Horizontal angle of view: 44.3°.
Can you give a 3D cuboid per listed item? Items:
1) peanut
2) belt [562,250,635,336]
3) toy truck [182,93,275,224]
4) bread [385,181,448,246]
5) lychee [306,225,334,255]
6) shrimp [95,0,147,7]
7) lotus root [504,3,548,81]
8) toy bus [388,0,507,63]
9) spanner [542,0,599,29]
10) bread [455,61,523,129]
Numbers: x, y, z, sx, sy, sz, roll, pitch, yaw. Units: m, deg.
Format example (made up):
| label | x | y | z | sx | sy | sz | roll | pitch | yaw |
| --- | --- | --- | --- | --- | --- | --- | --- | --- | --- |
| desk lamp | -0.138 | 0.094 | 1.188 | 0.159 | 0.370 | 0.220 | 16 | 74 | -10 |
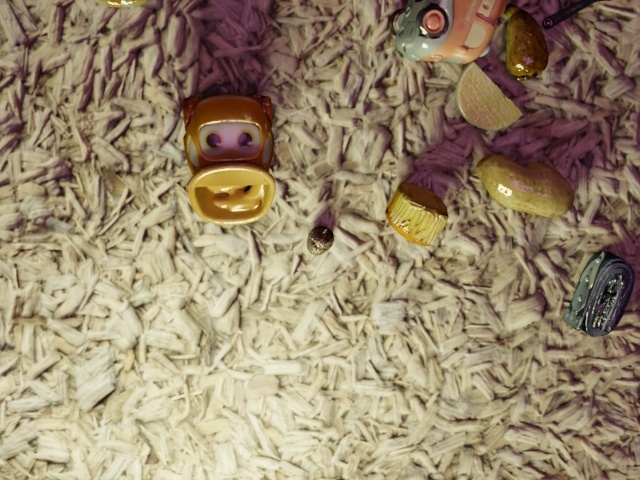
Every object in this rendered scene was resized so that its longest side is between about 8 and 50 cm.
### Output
| label | x | y | z | sx | sy | sz | roll | pitch | yaw |
| --- | --- | --- | --- | --- | --- | --- | --- | --- | --- |
| peanut | 0.504 | -0.137 | 1.946 | 0.253 | 0.122 | 0.137 | 14 | 59 | -9 |
| belt | 0.729 | 0.142 | 2.019 | 0.122 | 0.128 | 0.218 | 15 | 99 | -11 |
| toy truck | -0.205 | -0.190 | 1.779 | 0.205 | 0.288 | 0.211 | -3 | 57 | -8 |
| bread | 0.228 | -0.062 | 1.886 | 0.132 | 0.190 | 0.114 | 26 | 104 | -9 |
| lychee | 0.000 | 0.000 | 1.927 | 0.067 | 0.068 | 0.083 | 21 | 127 | -24 |
| shrimp | -0.457 | -0.614 | 1.756 | 0.287 | 0.068 | 0.185 | 23 | 98 | -13 |
| lotus root | 0.490 | -0.483 | 1.896 | 0.108 | 0.095 | 0.190 | -17 | 99 | -40 |
| toy bus | 0.311 | -0.535 | 1.823 | 0.232 | 0.194 | 0.287 | 18 | 97 | -23 |
| spanner | 0.641 | -0.576 | 1.937 | 0.209 | 0.012 | 0.046 | -29 | 104 | -1 |
| bread | 0.396 | -0.338 | 1.937 | 0.193 | 0.036 | 0.112 | 41 | 98 | -16 |
